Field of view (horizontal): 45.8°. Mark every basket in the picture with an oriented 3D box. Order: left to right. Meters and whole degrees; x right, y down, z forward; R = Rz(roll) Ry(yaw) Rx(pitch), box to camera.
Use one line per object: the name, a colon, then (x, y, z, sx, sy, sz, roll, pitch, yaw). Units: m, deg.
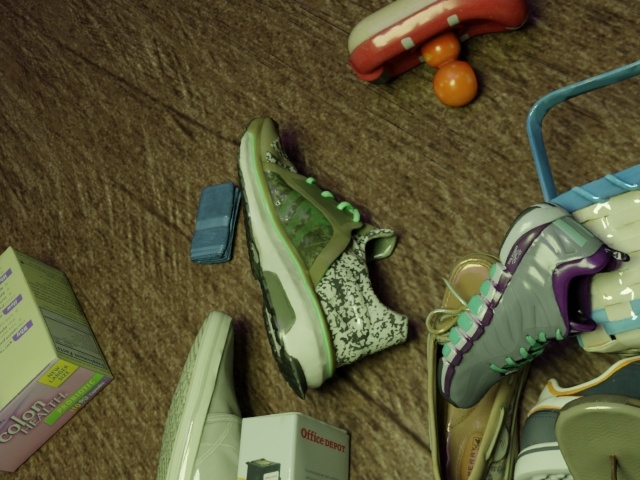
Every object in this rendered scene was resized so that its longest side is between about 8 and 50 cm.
basket: (0.323, -0.042, 0.711, 0.255, 0.201, 0.288, -20, 71, 46)

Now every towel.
towel: (-0.153, -0.024, 1.103, 0.067, 0.029, 0.119, -7, 65, 27)

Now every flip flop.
flip flop: (0.263, 0.248, 0.576, 0.112, 0.080, 0.276, -20, 90, 36)

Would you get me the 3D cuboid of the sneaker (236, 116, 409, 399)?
sneaker: (0.000, 0.000, 0.968, 0.182, 0.158, 0.410, -10, 55, -9)

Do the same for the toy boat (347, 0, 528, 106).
toy boat: (0.160, -0.245, 0.981, 0.231, 0.151, 0.151, -24, 87, 19)

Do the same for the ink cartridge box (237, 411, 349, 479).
ink cartridge box: (-0.029, 0.286, 0.818, 0.072, 0.127, 0.175, -12, 61, 28)

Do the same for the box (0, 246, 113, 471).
box: (-0.459, 0.174, 1.130, 0.213, 0.117, 0.243, -43, 52, 5)

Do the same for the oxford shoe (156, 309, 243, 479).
oxford shoe: (-0.127, 0.295, 0.882, 0.130, 0.169, 0.449, 10, 55, -13)

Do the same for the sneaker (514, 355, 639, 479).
sneaker: (0.332, 0.166, 0.653, 0.321, 0.126, 0.127, -5, 43, 29)

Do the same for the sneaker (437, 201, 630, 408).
sneaker: (0.182, 0.081, 0.676, 0.098, 0.083, 0.223, 41, 124, 37)

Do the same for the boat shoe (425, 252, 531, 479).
boat shoe: (0.165, 0.138, 0.801, 0.105, 0.089, 0.285, -9, 63, 26)
